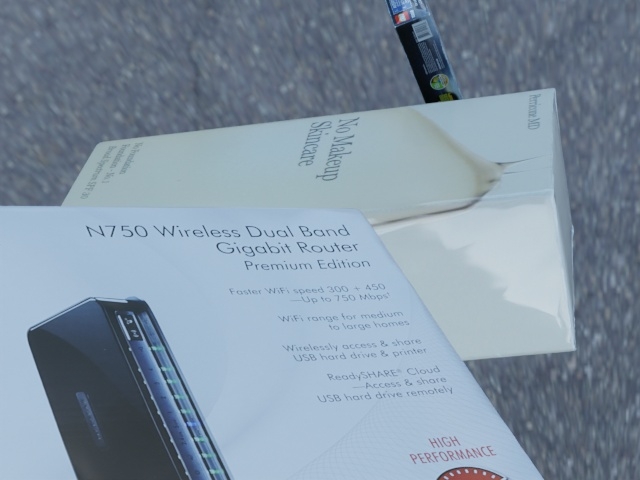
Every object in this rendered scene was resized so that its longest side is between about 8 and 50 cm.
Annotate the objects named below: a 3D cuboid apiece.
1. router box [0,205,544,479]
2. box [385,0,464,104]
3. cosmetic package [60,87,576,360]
[{"bbox_3d":[-0.083,0.103,0.702,0.335,0.082,0.301,-1,36,-28],"label":"router box"},{"bbox_3d":[0.074,-0.127,1.181,0.027,0.137,0.094,-20,41,7],"label":"box"},{"bbox_3d":[0.000,0.000,1.070,0.309,0.160,0.113,-7,117,10],"label":"cosmetic package"}]
